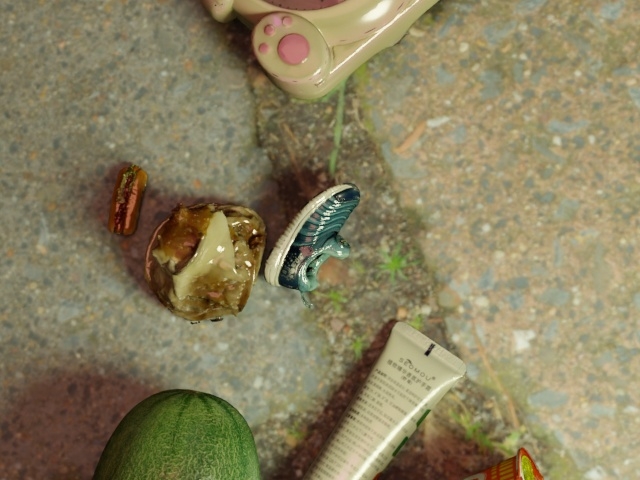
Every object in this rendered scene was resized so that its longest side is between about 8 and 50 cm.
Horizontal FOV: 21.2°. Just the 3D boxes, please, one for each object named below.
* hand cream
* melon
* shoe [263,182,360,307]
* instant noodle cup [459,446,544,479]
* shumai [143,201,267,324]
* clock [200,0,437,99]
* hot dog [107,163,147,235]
[{"bbox_3d":[0.044,0.220,1.836,0.095,0.059,0.276,34,82,12],"label":"hand cream"},{"bbox_3d":[-0.159,0.297,1.783,0.182,0.182,0.287,15,82,9],"label":"melon"},{"bbox_3d":[0.000,0.000,1.867,0.071,0.064,0.143,36,90,12],"label":"shoe"},{"bbox_3d":[0.136,0.329,1.749,0.212,0.193,0.193,-19,80,12],"label":"instant noodle cup"},{"bbox_3d":[-0.131,0.018,1.853,0.146,0.116,0.145,-1,82,6],"label":"shumai"},{"bbox_3d":[-0.014,-0.342,1.896,0.284,0.114,0.309,-40,78,2],"label":"clock"},{"bbox_3d":[-0.217,-0.046,1.923,0.037,0.021,0.083,8,84,7],"label":"hot dog"}]
